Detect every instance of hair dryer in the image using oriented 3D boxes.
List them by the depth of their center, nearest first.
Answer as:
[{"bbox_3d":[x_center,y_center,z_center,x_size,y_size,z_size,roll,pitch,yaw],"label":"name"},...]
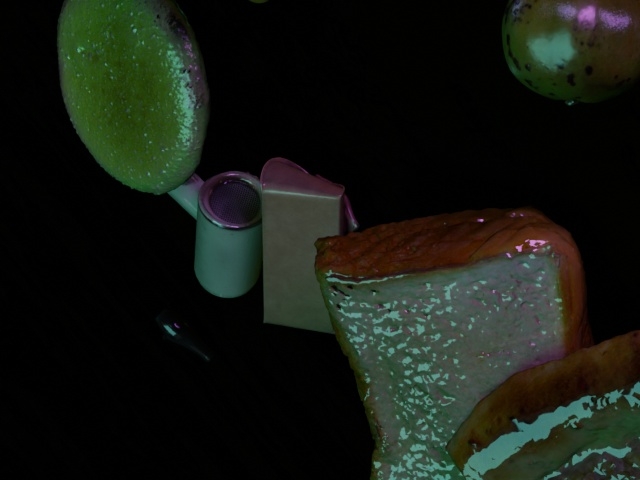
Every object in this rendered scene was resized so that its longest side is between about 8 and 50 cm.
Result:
[{"bbox_3d":[-0.149,-0.054,1.747,0.236,0.073,0.131,40,148,19],"label":"hair dryer"},{"bbox_3d":[-0.161,0.113,1.982,0.079,0.031,0.083,42,162,-6],"label":"hair dryer"}]

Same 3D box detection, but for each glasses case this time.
[{"bbox_3d":[0.000,0.000,1.636,0.102,0.070,0.193,8,135,9],"label":"glasses case"}]

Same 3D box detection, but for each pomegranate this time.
[{"bbox_3d":[0.182,-0.165,1.200,0.114,0.114,0.142,14,107,42],"label":"pomegranate"}]

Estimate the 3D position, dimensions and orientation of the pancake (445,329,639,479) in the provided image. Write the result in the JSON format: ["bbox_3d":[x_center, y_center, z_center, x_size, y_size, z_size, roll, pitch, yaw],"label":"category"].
[{"bbox_3d":[0.290,0.209,1.342,0.426,0.067,0.305,18,107,23],"label":"pancake"}]

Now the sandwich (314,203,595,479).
[{"bbox_3d":[0.124,0.102,1.465,0.226,0.087,0.251,-10,118,12],"label":"sandwich"}]

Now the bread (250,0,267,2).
[{"bbox_3d":[-0.090,-0.265,1.438,0.177,0.084,0.119,28,143,24],"label":"bread"}]

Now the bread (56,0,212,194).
[{"bbox_3d":[-0.188,-0.153,1.665,0.228,0.033,0.228,25,125,41],"label":"bread"}]
